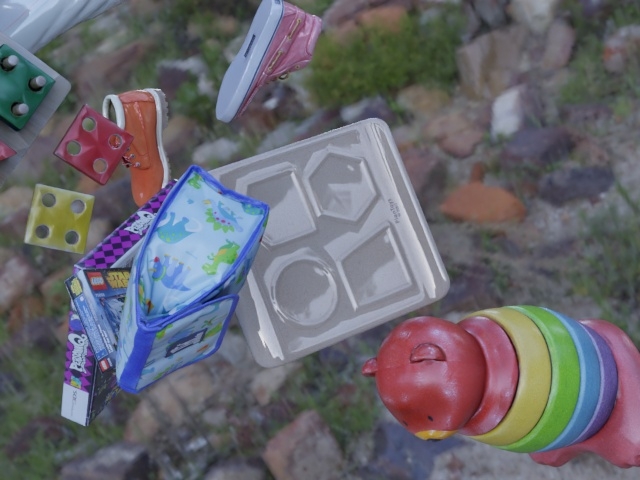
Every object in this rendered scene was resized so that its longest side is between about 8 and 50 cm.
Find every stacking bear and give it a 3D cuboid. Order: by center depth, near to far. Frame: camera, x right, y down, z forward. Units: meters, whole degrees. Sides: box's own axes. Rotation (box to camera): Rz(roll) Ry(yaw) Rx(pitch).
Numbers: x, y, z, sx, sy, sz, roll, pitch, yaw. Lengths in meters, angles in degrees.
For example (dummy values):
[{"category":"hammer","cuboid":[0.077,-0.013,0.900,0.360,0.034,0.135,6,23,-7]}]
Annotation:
[{"category":"stacking bear","cuboid":[0.181,0.144,1.203,0.175,0.289,0.164,-13,72,52]}]

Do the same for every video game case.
[{"category":"video game case","cuboid":[-0.217,0.067,1.366,0.042,0.210,0.232,20,33,13]}]

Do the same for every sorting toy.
[{"category":"sorting toy","cuboid":[-0.258,-0.096,0.851,0.132,0.274,0.046,-58,22,-14]},{"category":"sorting toy","cuboid":[0.000,0.000,1.134,0.208,0.193,0.038,-21,-3,-19]}]

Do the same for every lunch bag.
[{"category":"lunch bag","cuboid":[-0.112,0.039,0.949,0.096,0.129,0.151,29,57,2]}]

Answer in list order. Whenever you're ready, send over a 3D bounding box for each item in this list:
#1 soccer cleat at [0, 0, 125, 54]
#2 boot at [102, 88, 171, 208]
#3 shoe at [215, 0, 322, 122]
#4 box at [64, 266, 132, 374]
[{"category":"soccer cleat","cuboid":[-0.235,-0.180,0.956,0.068,0.076,0.196,15,27,41]},{"category":"boot","cuboid":[-0.235,-0.110,1.481,0.059,0.158,0.085,1,7,42]},{"category":"shoe","cuboid":[-0.066,-0.222,1.524,0.178,0.081,0.063,-62,30,21]},{"category":"box","cuboid":[-0.166,0.070,1.096,0.027,0.094,0.137,-32,-16,28]}]
